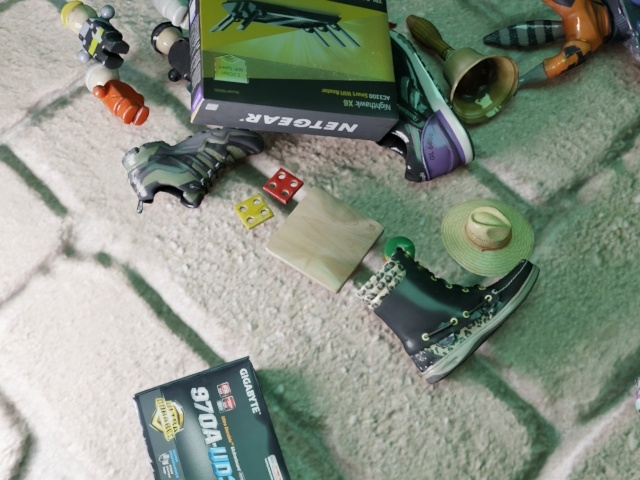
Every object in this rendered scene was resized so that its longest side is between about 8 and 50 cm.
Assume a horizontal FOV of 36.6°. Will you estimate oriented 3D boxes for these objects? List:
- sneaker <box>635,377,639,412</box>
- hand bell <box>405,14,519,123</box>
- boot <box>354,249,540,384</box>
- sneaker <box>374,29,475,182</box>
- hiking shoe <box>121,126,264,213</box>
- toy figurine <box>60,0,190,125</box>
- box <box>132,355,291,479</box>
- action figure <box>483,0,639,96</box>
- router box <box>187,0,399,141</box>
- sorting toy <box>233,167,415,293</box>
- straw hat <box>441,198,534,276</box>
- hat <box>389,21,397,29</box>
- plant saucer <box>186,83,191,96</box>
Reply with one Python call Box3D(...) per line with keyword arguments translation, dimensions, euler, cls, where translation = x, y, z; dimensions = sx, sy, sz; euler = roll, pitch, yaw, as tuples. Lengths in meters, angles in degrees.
Box3D(translation=(0.487, 0.205, 1.346), dimensions=(0.098, 0.038, 0.069), euler=(2, 63, 3), cls="sneaker")
Box3D(translation=(0.211, -0.312, 1.608), dimensions=(0.126, 0.126, 0.242), euler=(-25, 48, -10), cls="hand bell")
Box3D(translation=(0.183, 0.066, 1.385), dimensions=(0.236, 0.085, 0.178), euler=(-43, 84, -14), cls="boot")
Box3D(translation=(0.125, -0.219, 1.555), dimensions=(0.124, 0.107, 0.283), euler=(-27, 64, -5), cls="sneaker")
Box3D(translation=(-0.192, -0.108, 1.530), dimensions=(0.226, 0.086, 0.114), euler=(-14, 85, -12), cls="hiking shoe")
Box3D(translation=(-0.293, -0.319, 1.564), dimensions=(0.213, 0.210, 0.148), euler=(-35, 58, -15), cls="toy figurine")
Box3D(translation=(-0.145, 0.288, 1.321), dimensions=(0.175, 0.051, 0.220), euler=(-17, 62, -7), cls="box")
Box3D(translation=(0.443, -0.414, 1.608), dimensions=(0.330, 0.178, 0.342), euler=(-11, 87, -9), cls="action figure")
Box3D(translation=(-0.044, -0.288, 1.472), dimensions=(0.308, 0.081, 0.243), euler=(3, 70, -21), cls="router box")
Box3D(translation=(0.000, 0.000, 1.471), dimensions=(0.274, 0.046, 0.132), euler=(31, 67, 17), cls="sorting toy")
Box3D(translation=(0.255, -0.020, 1.463), dimensions=(0.144, 0.061, 0.145), euler=(-1, 61, 2), cls="straw hat")
Box3D(translation=(-0.020, -0.338, 1.668), dimensions=(0.208, 0.183, 0.173), euler=(-16, 46, 41), cls="hat")
Box3D(translation=(-0.122, -0.211, 1.553), dimensions=(0.194, 0.038, 0.195), euler=(12, 21, -5), cls="plant saucer")
